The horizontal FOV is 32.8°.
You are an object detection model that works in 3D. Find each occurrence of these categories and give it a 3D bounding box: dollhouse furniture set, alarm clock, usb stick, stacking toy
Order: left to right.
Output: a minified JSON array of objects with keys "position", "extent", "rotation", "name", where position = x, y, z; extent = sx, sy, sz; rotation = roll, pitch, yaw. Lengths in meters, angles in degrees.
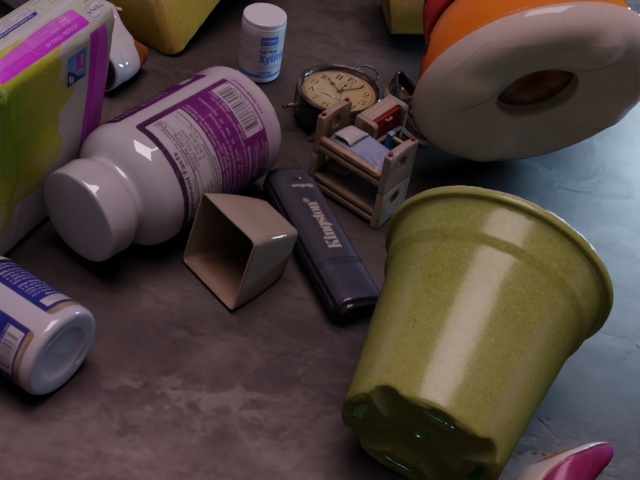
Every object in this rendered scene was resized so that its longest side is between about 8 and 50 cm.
[{"position":[0.000,0.000,1.438],"extent":[0.077,0.045,0.278],"rotation":[-10,46,-20],"name":"usb stick"},{"position":[0.035,-0.221,1.669],"extent":[0.129,0.064,0.192],"rotation":[27,47,18],"name":"alarm clock"},{"position":[0.093,-0.136,1.541],"extent":[0.129,0.129,0.184],"rotation":[34,47,23],"name":"dollhouse furniture set"},{"position":[0.267,-0.387,1.604],"extent":[0.351,0.350,0.479],"rotation":[-3,63,-15],"name":"stacking toy"}]

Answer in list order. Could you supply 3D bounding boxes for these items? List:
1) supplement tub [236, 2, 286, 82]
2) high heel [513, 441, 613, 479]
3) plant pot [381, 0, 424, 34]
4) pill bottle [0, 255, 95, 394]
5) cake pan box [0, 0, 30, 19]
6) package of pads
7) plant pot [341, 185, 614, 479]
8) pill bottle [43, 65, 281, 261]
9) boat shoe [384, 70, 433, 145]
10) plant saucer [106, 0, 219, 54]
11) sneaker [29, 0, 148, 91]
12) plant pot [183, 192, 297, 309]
[{"position":[-0.092,-0.308,1.704],"extent":[0.071,0.107,0.071],"rotation":[6,43,-5],"name":"supplement tub"},{"position":[0.249,0.298,1.165],"extent":[0.244,0.082,0.117],"rotation":[-15,76,-42],"name":"high heel"},{"position":[0.222,-0.449,1.841],"extent":[0.239,0.254,0.254],"rotation":[-11,44,0],"name":"plant pot"},{"position":[-0.358,0.082,1.227],"extent":[0.187,0.112,0.112],"rotation":[30,46,19],"name":"pill bottle"},{"position":[-0.475,-0.262,1.513],"extent":[0.246,0.070,0.267],"rotation":[43,35,-9],"name":"cake pan box"},{"position":[-0.363,-0.135,1.323],"extent":[0.101,0.296,0.229],"rotation":[29,45,10],"name":"package of pads"},{"position":[0.154,0.125,1.204],"extent":[0.276,0.276,0.254],"rotation":[22,55,12],"name":"plant pot"},{"position":[-0.203,-0.097,1.411],"extent":[0.169,0.169,0.301],"rotation":[33,47,23],"name":"pill bottle"},{"position":[0.143,-0.205,1.684],"extent":[0.056,0.049,0.152],"rotation":[-12,47,-24],"name":"boat shoe"},{"position":[-0.282,-0.512,1.792],"extent":[0.333,0.081,0.332],"rotation":[30,76,19],"name":"plant saucer"},{"position":[-0.389,-0.349,1.676],"extent":[0.290,0.106,0.123],"rotation":[44,41,3],"name":"sneaker"},{"position":[-0.094,0.004,1.376],"extent":[0.096,0.109,0.109],"rotation":[-16,48,-42],"name":"plant pot"}]
